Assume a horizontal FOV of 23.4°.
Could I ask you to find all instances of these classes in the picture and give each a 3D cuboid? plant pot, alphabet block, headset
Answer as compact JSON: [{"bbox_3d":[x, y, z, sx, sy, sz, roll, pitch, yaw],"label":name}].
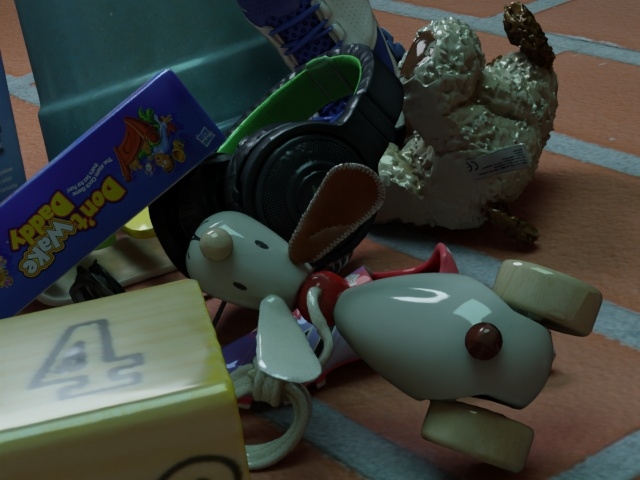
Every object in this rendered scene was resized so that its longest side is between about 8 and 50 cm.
[{"bbox_3d":[-0.213,-0.275,1.803,0.341,0.334,0.341,-18,10,3],"label":"plant pot"},{"bbox_3d":[-0.153,0.160,1.060,0.197,0.192,0.193,-11,25,-9],"label":"alphabet block"},{"bbox_3d":[-0.076,-0.045,1.405,0.243,0.185,0.394,-19,36,47],"label":"headset"}]

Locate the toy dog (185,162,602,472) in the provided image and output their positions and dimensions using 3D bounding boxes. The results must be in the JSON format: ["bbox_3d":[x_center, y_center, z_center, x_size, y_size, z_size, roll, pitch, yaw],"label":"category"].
[{"bbox_3d":[0.039,0.056,1.156,0.333,0.220,0.161,-1,-16,16],"label":"toy dog"}]

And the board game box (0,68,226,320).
[{"bbox_3d":[-0.246,-0.012,1.359,0.347,0.078,0.233,-40,9,-2],"label":"board game box"}]

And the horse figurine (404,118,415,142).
[{"bbox_3d":[0.045,-0.181,1.946,0.174,0.066,0.263,-15,26,4],"label":"horse figurine"}]

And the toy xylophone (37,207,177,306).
[{"bbox_3d":[-0.180,-0.009,1.598,0.322,0.081,0.236,-23,27,-30],"label":"toy xylophone"}]

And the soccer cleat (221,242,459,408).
[{"bbox_3d":[0.008,0.072,1.330,0.248,0.095,0.083,-14,24,-13],"label":"soccer cleat"}]

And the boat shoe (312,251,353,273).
[{"bbox_3d":[0.000,0.000,1.520,0.066,0.066,0.183,-14,39,48],"label":"boat shoe"}]

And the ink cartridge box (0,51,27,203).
[{"bbox_3d":[-0.462,-0.178,1.685,0.151,0.395,0.270,-24,28,-32],"label":"ink cartridge box"}]

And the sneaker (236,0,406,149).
[{"bbox_3d":[0.021,-0.190,1.691,0.127,0.315,0.182,-24,49,19],"label":"sneaker"}]

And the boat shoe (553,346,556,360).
[{"bbox_3d":[0.148,0.107,1.287,0.100,0.035,0.035,-5,50,-3],"label":"boat shoe"}]

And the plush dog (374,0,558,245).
[{"bbox_3d":[0.175,-0.114,1.603,0.210,0.262,0.225,33,46,8],"label":"plush dog"}]
